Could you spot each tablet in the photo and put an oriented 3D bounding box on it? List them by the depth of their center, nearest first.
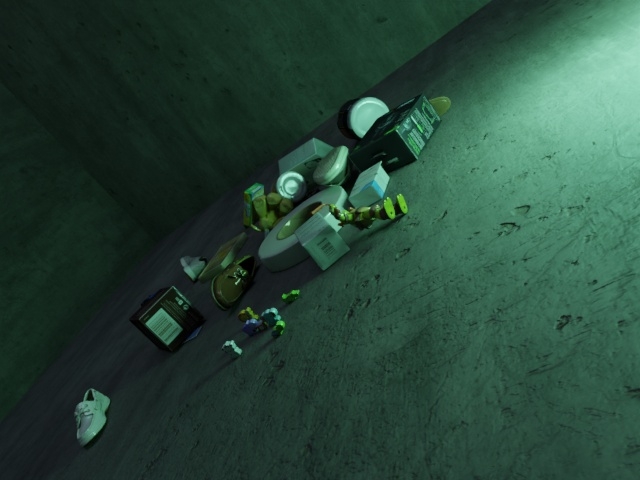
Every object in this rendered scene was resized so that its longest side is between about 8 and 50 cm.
[{"bbox_3d":[-0.456,0.336,1.839,0.083,0.006,0.054,-31,20,29],"label":"tablet"}]

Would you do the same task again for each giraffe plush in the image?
[{"bbox_3d":[-0.183,-0.112,2.179,0.170,0.181,0.210,-53,-16,-65],"label":"giraffe plush"}]

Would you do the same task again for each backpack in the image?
[{"bbox_3d":[-0.753,0.283,2.411,0.120,0.098,0.101,-35,15,18],"label":"backpack"}]

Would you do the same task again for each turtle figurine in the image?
[{"bbox_3d":[0.120,-0.073,1.475,0.217,0.087,0.269,-10,-7,42],"label":"turtle figurine"}]

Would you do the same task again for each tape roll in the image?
[{"bbox_3d":[-0.056,-0.046,1.854,0.392,0.072,0.392,-35,18,13],"label":"tape roll"}]

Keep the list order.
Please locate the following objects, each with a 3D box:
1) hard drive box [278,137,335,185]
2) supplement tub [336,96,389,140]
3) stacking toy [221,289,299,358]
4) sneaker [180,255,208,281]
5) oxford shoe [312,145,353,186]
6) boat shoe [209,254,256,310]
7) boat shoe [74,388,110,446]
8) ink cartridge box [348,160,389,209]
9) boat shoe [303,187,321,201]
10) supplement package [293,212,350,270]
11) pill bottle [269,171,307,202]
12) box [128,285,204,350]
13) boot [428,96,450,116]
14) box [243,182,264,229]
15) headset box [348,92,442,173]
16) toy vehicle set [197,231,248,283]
[{"bbox_3d":[-0.049,-0.353,2.381,0.232,0.181,0.089,-26,61,36],"label":"hard drive box"},{"bbox_3d":[0.187,-0.558,2.399,0.193,0.193,0.316,-40,19,-1],"label":"supplement tub"},{"bbox_3d":[-0.167,0.225,1.454,0.221,0.052,0.167,-30,20,26],"label":"stacking toy"},{"bbox_3d":[-0.608,0.119,2.548,0.121,0.099,0.262,-35,24,-10],"label":"sneaker"},{"bbox_3d":[0.063,-0.272,2.004,0.169,0.130,0.449,-41,9,9],"label":"oxford shoe"},{"bbox_3d":[-0.304,0.133,1.851,0.104,0.111,0.307,-35,18,18],"label":"boat shoe"},{"bbox_3d":[-0.781,0.585,1.740,0.098,0.096,0.277,-41,18,-7],"label":"boat shoe"},{"bbox_3d":[0.169,-0.185,1.754,0.104,0.060,0.180,-28,21,33],"label":"ink cartridge box"},{"bbox_3d":[-0.038,-0.196,2.228,0.046,0.038,0.125,-49,20,-27],"label":"boat shoe"},{"bbox_3d":[0.000,0.000,1.573,0.105,0.105,0.179,-40,17,1],"label":"supplement package"},{"bbox_3d":[-0.153,-0.221,2.332,0.136,0.136,0.246,-44,8,-14],"label":"pill bottle"},{"bbox_3d":[-0.564,0.285,1.899,0.167,0.168,0.203,-49,17,-26],"label":"box"},{"bbox_3d":[0.427,-0.522,2.037,0.197,0.073,0.152,-24,20,34],"label":"boot"},{"bbox_3d":[-0.280,-0.138,2.173,0.043,0.179,0.105,19,34,16],"label":"box"},{"bbox_3d":[0.265,-0.365,1.877,0.246,0.131,0.283,-20,27,48],"label":"headset box"},{"bbox_3d":[-0.445,0.077,2.389,0.166,0.035,0.267,-28,21,32],"label":"toy vehicle set"}]
